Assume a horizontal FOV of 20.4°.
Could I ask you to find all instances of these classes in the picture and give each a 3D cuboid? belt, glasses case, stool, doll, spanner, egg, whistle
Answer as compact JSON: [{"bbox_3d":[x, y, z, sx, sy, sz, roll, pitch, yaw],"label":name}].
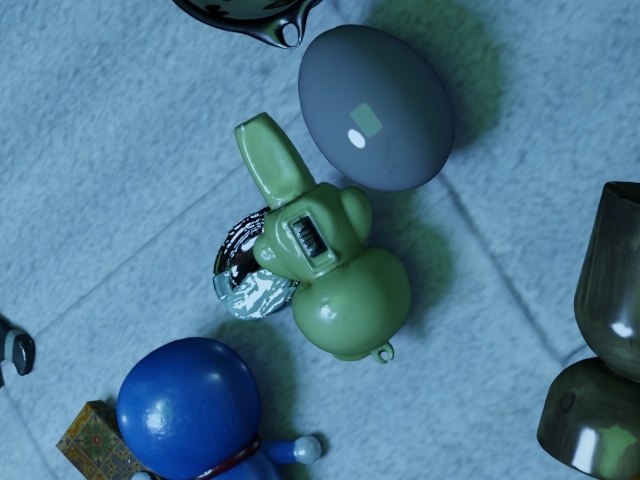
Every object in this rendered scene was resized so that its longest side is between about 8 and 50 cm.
[{"bbox_3d":[-0.060,0.026,1.999,0.105,0.058,0.140,38,109,15],"label":"belt"},{"bbox_3d":[-0.216,0.290,2.119,0.218,0.049,0.075,43,107,19],"label":"glasses case"},{"bbox_3d":[0.326,0.090,1.711,0.179,0.179,0.264,20,105,27],"label":"stool"},{"bbox_3d":[-0.119,0.231,2.009,0.215,0.161,0.257,-25,98,-4],"label":"doll"},{"bbox_3d":[-0.464,0.052,2.255,0.087,0.024,0.316,-45,73,31],"label":"spanner"},{"bbox_3d":[0.056,-0.140,1.862,0.146,0.146,0.199,-42,70,27],"label":"egg"},{"bbox_3d":[0.003,0.001,1.909,0.141,0.141,0.294,-29,84,29],"label":"whistle"}]

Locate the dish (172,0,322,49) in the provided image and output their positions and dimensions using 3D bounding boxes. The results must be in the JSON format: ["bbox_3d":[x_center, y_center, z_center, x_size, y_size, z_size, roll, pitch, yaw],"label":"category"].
[{"bbox_3d":[-0.052,-0.358,1.916,0.303,0.120,0.303,3,97,30],"label":"dish"}]

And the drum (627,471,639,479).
[{"bbox_3d":[0.412,0.398,1.586,0.431,0.214,0.431,4,115,9],"label":"drum"}]
